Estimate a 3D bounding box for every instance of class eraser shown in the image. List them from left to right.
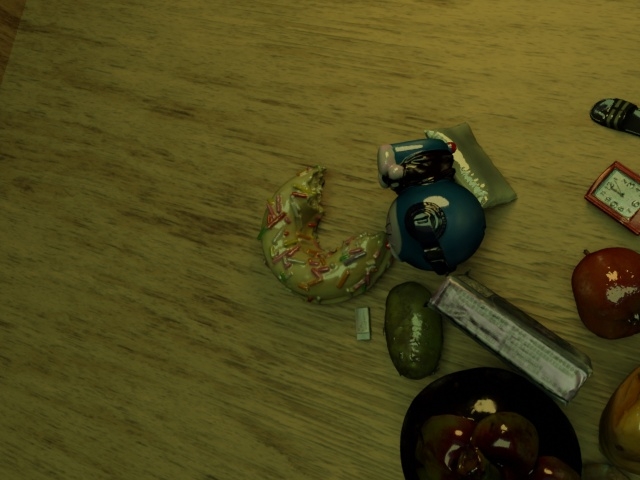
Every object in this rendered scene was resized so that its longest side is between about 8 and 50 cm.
[{"bbox_3d":[0.111,0.217,1.742,0.038,0.019,0.083,-7,80,18],"label":"eraser"}]

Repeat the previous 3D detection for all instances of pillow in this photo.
[{"bbox_3d":[0.373,-0.188,1.656,0.144,0.078,0.254,-21,70,-26],"label":"pillow"}]

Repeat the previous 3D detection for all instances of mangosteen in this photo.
[{"bbox_3d":[0.361,0.448,1.398,0.381,0.435,0.382,0,75,-1],"label":"mangosteen"}]

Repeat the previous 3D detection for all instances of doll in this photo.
[{"bbox_3d":[0.252,-0.072,1.557,0.240,0.284,0.310,-13,81,19],"label":"doll"}]

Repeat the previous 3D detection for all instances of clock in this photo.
[{"bbox_3d":[0.706,-0.097,1.547,0.155,0.061,0.113,43,98,24],"label":"clock"}]

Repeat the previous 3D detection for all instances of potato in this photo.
[{"bbox_3d":[0.229,0.218,1.651,0.149,0.113,0.251,-18,63,30],"label":"potato"}]

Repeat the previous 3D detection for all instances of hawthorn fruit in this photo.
[{"bbox_3d":[0.649,0.097,1.492,0.196,0.196,0.226,-32,48,13],"label":"hawthorn fruit"}]

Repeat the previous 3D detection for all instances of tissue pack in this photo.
[{"bbox_3d":[0.428,0.210,1.500,0.361,0.259,0.122,37,99,19],"label":"tissue pack"}]

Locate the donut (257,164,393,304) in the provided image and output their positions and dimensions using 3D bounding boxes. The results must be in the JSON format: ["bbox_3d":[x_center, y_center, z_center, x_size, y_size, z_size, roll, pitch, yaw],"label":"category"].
[{"bbox_3d":[-0.010,0.000,1.747,0.307,0.150,0.371,-46,71,9],"label":"donut"}]

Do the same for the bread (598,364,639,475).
[{"bbox_3d":[0.755,0.363,1.305,0.360,0.394,0.250,20,74,25],"label":"bread"}]

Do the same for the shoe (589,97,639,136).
[{"bbox_3d":[0.726,-0.290,1.570,0.179,0.049,0.071,28,92,22],"label":"shoe"}]

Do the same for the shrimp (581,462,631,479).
[{"bbox_3d":[0.609,0.644,1.474,0.164,0.062,0.317,9,96,48],"label":"shrimp"}]
